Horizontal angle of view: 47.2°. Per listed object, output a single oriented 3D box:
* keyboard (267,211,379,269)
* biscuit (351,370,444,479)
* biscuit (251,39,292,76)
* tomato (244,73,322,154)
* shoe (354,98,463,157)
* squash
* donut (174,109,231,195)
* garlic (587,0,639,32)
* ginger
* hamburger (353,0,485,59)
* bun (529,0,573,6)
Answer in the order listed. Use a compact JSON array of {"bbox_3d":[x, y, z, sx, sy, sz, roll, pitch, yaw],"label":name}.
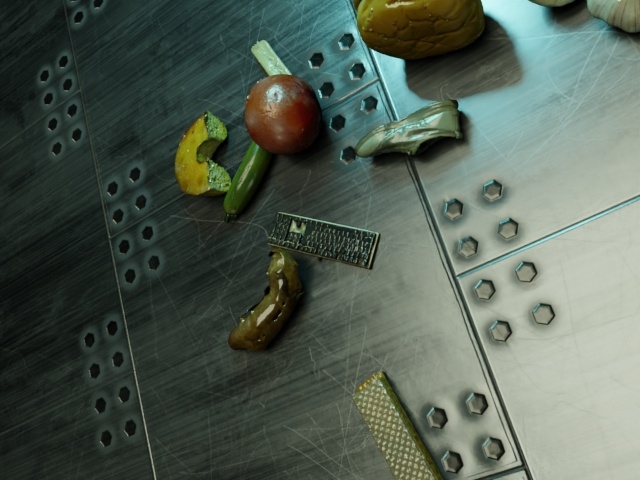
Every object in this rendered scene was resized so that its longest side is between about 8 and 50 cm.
[{"bbox_3d":[0.000,0.000,1.875,0.317,0.027,0.106,12,85,32],"label":"keyboard"},{"bbox_3d":[0.189,0.472,1.640,0.094,0.054,0.379,-39,62,18],"label":"biscuit"},{"bbox_3d":[-0.130,-0.485,2.047,0.056,0.052,0.188,-34,63,2],"label":"biscuit"},{"bbox_3d":[-0.090,-0.326,1.897,0.184,0.208,0.208,12,85,24],"label":"tomato"},{"bbox_3d":[0.211,-0.247,1.762,0.274,0.103,0.098,-20,81,27],"label":"shoe"},{"bbox_3d":[-0.192,-0.190,2.005,0.080,0.071,0.318,25,92,35],"label":"squash"},{"bbox_3d":[-0.340,-0.225,2.077,0.152,0.101,0.259,-22,65,35],"label":"donut"},{"bbox_3d":[0.628,-0.546,1.496,0.199,0.226,0.199,-1,88,29],"label":"garlic"},{"bbox_3d":[-0.135,0.172,1.874,0.133,0.107,0.309,31,100,18],"label":"ginger"},{"bbox_3d":[0.223,-0.538,1.707,0.318,0.318,0.158,-10,71,29],"label":"hamburger"},{"bbox_3d":[0.522,-0.609,1.650,0.183,0.102,0.183,0,89,-3],"label":"bun"}]
